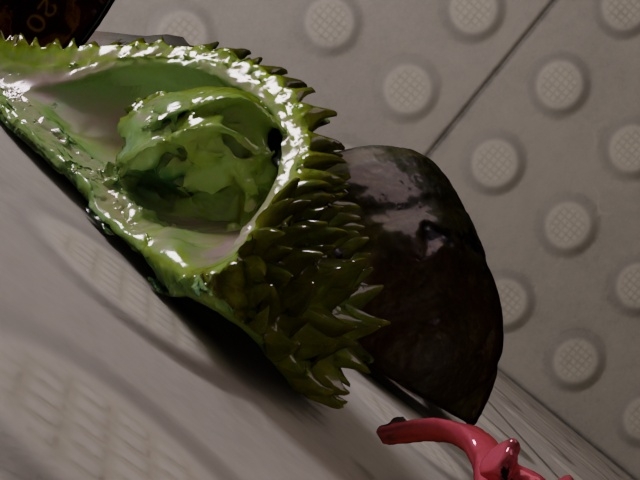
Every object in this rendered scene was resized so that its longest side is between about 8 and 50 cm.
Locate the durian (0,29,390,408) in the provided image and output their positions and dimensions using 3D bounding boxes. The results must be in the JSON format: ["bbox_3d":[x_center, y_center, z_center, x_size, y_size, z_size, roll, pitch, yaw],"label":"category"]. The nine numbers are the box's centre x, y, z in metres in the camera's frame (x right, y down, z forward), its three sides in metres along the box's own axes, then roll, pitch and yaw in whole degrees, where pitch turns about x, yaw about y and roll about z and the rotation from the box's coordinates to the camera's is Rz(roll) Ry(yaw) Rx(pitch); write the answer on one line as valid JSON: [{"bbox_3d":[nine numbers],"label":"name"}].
[{"bbox_3d":[-0.075,-0.016,0.748,0.169,0.157,0.355,-6,29,-31],"label":"durian"}]

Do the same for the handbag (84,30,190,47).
[{"bbox_3d":[-0.140,-0.129,1.229,0.182,0.117,0.270,-1,29,-41],"label":"handbag"}]

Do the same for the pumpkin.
[{"bbox_3d":[0.096,0.039,1.073,0.148,0.169,0.312,38,1,42],"label":"pumpkin"}]

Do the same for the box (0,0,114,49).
[{"bbox_3d":[-0.378,-0.310,1.032,0.264,0.116,0.415,40,2,43],"label":"box"}]

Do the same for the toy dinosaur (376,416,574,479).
[{"bbox_3d":[0.097,0.150,0.511,0.139,0.070,0.286,49,-2,-9],"label":"toy dinosaur"}]
